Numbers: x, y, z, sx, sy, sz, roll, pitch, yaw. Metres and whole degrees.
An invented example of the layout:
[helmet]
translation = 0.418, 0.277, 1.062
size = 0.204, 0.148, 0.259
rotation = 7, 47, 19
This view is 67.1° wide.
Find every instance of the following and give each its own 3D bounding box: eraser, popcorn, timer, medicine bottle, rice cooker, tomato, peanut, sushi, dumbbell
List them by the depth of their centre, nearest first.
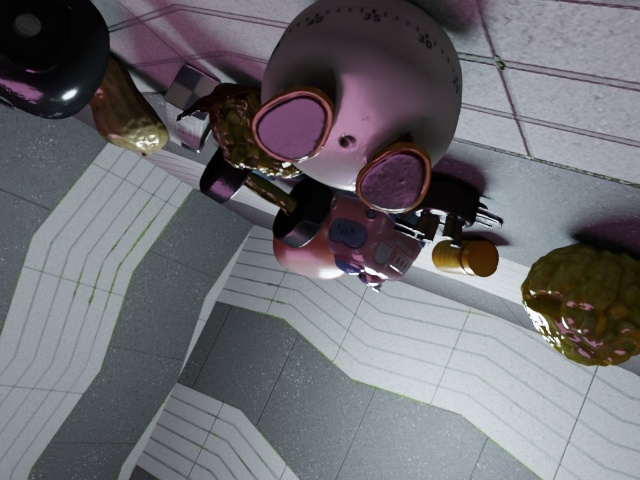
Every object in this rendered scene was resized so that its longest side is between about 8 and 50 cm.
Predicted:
[timer]
translation = 0.050, -0.177, 0.578
size = 0.233, 0.240, 0.234
rotation = 11, 144, 8
[rice cooker]
translation = -0.528, -0.360, 0.888
size = 0.267, 0.267, 0.224
rotation = 28, 172, -19
[popcorn]
translation = 0.521, 0.117, 0.931
size = 0.249, 0.225, 0.249
rotation = 43, 174, 6
[sushi]
translation = -0.119, -0.213, 0.957
size = 0.296, 0.167, 0.179
rotation = 38, -170, -35
[eraser]
translation = -0.310, -0.302, 1.172
size = 0.096, 0.098, 0.404
rotation = 28, 172, -15
[peanut]
translation = -0.505, -0.331, 1.208
size = 0.159, 0.142, 0.291
rotation = -92, -23, -53
[medicine bottle]
translation = 0.385, 0.045, 1.302
size = 0.096, 0.096, 0.192
rotation = 27, 173, -15
[dumbbell]
translation = -0.145, -0.138, 1.323
size = 0.322, 0.204, 0.203
rotation = 32, 171, -25
[tomato]
translation = 0.000, 0.000, 1.620
size = 0.341, 0.273, 0.341
rotation = 26, 173, 3

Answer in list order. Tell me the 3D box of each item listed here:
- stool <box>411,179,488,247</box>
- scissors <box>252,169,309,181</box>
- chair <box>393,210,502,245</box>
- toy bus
[stool]
translation = 0.219, -0.067, 0.963
size = 0.217, 0.121, 0.125
rotation = 20, 175, 5
[scissors]
translation = -0.143, -0.213, 1.554
size = 0.447, 0.029, 0.192
rotation = 16, 169, 44
[chair]
translation = 0.280, -0.032, 1.067
size = 0.212, 0.102, 0.084
rotation = 25, 174, 11
[toy bus]
translation = 0.138, -0.005, 1.240
size = 0.197, 0.232, 0.294
rotation = 20, 172, 40
